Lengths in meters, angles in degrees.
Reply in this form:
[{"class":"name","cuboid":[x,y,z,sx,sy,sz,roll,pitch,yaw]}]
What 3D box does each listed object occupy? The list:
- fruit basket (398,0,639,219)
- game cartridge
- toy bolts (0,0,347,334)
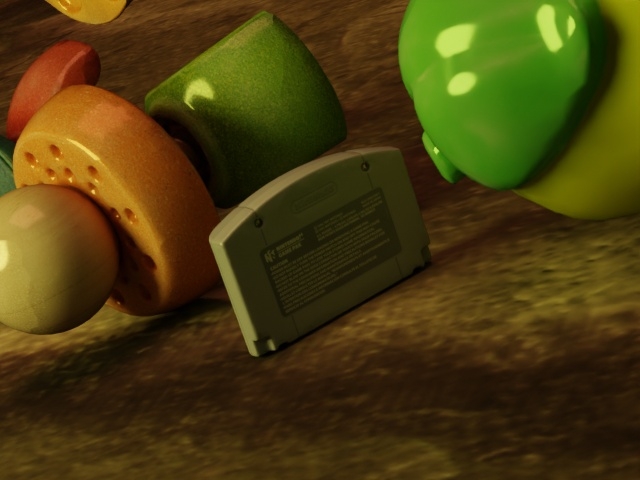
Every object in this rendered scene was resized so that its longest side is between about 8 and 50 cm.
[{"class":"fruit basket","cuboid":[0.201,-0.151,0.607,0.392,0.282,0.392,-2,15,1]},{"class":"game cartridge","cuboid":[0.000,0.000,0.680,0.083,0.056,0.017,-28,24,-27]},{"class":"toy bolts","cuboid":[-0.138,-0.050,0.811,0.158,0.218,0.228,-37,3,-31]}]
